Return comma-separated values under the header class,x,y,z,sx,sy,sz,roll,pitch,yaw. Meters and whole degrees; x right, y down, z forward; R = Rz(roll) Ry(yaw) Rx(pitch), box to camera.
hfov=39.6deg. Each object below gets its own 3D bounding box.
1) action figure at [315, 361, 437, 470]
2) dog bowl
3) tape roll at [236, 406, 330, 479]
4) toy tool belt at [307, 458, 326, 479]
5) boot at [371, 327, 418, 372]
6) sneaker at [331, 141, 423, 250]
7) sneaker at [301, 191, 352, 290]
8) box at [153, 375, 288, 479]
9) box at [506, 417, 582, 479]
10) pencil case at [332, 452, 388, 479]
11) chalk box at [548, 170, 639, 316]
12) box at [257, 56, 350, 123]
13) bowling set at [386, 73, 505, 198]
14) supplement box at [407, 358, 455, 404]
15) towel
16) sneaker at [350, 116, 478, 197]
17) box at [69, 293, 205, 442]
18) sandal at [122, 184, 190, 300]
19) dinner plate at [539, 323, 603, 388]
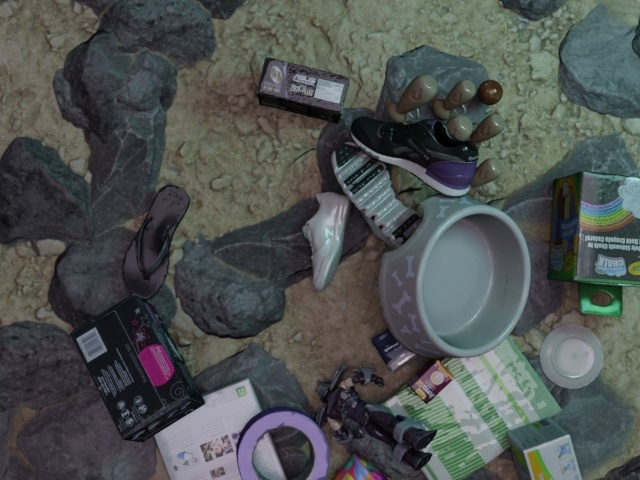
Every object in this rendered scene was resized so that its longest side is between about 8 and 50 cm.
class,x,y,z,sx,sy,sz,roll,pitch,yaw
action figure,0.101,0.367,1.848,0.285,0.099,0.185,29,119,27
dog bowl,0.284,0.077,1.795,0.348,0.102,0.349,-5,100,-33
tape roll,-0.078,0.439,1.819,0.188,0.080,0.189,0,87,-7
toy tool belt,-0.012,0.503,1.886,0.052,0.051,0.083,15,88,-2
boot,0.206,0.196,1.895,0.190,0.069,0.086,-31,71,-12
sneaker,0.118,-0.075,1.871,0.110,0.118,0.292,-34,83,-15
sneaker,0.000,0.000,1.895,0.094,0.080,0.212,13,81,10
box,-0.202,0.478,1.880,0.232,0.058,0.322,-20,88,-2
box,0.478,0.494,1.855,0.103,0.114,0.203,-18,100,-4
pencil case,0.041,0.565,1.863,0.104,0.104,0.236,35,88,-1
chalk box,0.590,0.011,1.855,0.180,0.179,0.289,5,90,-2
box,-0.036,-0.311,1.856,0.180,0.147,0.078,14,88,-1
bowling set,0.303,-0.243,1.886,0.200,0.154,0.287,-34,87,-34
supplement box,0.232,0.294,1.865,0.083,0.043,0.055,-44,93,-2
towel,0.317,0.358,1.909,0.324,0.038,0.248,-35,90,-3
sneaker,0.196,-0.209,1.806,0.283,0.107,0.124,29,131,19
box,-0.372,0.264,1.810,0.163,0.142,0.247,-31,73,-2
sandal,-0.356,0.001,1.885,0.097,0.054,0.255,18,88,-1
dinner plate,0.547,0.252,1.927,0.141,0.017,0.141,0,89,-3
